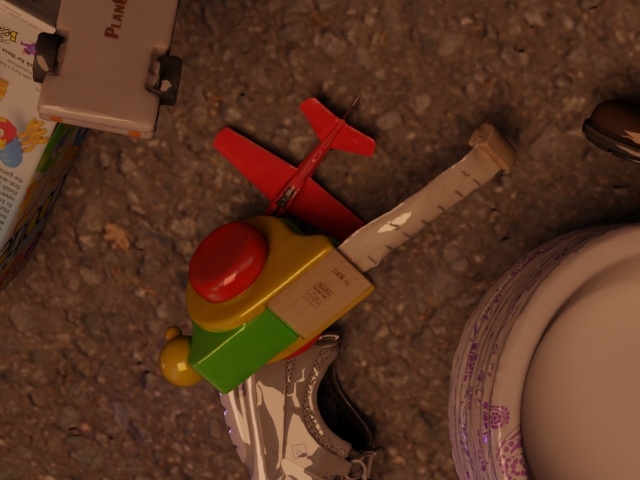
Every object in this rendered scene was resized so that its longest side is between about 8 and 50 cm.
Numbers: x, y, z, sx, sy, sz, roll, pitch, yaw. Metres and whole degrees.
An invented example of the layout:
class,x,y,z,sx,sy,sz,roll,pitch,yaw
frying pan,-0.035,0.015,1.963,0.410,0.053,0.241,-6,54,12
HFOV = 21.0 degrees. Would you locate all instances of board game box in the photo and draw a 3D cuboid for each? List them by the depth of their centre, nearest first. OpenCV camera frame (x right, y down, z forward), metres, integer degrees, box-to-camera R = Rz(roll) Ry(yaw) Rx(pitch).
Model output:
class,x,y,z,sx,sy,sz,roll,pitch,yaw
board game box,-0.270,-0.092,1.369,0.144,0.142,0.275,29,116,0

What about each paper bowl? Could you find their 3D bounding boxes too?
class,x,y,z,sx,sy,sz,roll,pitch,yaw
paper bowl,0.231,0.128,1.295,0.284,0.148,0.284,1,88,-20

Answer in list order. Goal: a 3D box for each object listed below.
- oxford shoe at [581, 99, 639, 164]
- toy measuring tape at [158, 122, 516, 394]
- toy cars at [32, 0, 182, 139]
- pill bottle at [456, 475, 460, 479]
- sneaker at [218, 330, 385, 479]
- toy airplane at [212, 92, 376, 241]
class,x,y,z,sx,sy,sz,roll,pitch,yaw
oxford shoe,0.306,-0.096,1.264,0.227,0.083,0.096,1,111,0
toy measuring tape,0.000,0.000,1.361,0.330,0.121,0.121,-38,100,10
toy cars,-0.200,-0.227,1.245,0.393,0.176,0.087,55,157,17
pill bottle,0.187,0.251,1.430,0.094,0.094,0.169,-21,106,21
sneaker,0.002,0.204,1.449,0.115,0.105,0.281,-11,109,18
toy airplane,-0.010,-0.056,1.384,0.151,0.028,0.151,5,115,10
